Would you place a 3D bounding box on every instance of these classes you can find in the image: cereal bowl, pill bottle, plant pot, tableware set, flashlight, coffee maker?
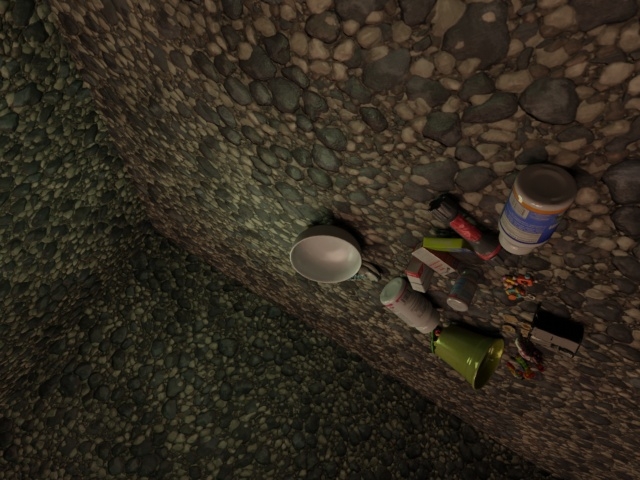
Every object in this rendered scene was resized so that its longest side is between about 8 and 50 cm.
[{"bbox_3d":[0.029,0.046,2.039,0.338,0.141,0.339,4,136,3],"label":"cereal bowl"},{"bbox_3d":[0.594,-0.074,1.205,0.152,0.152,0.272,23,154,21],"label":"pill bottle"},{"bbox_3d":[0.720,0.549,2.115,0.254,0.276,0.276,27,157,42],"label":"plant pot"},{"bbox_3d":[0.868,0.379,1.871,0.141,0.020,0.169,15,150,35],"label":"tableware set"},{"bbox_3d":[0.444,0.323,2.102,0.283,0.160,0.160,40,154,-15],"label":"pill bottle"},{"bbox_3d":[0.507,-0.034,1.449,0.304,0.103,0.103,39,129,-11],"label":"flashlight"},{"bbox_3d":[0.912,0.356,1.658,0.178,0.120,0.171,18,151,28],"label":"coffee maker"},{"bbox_3d":[0.575,0.196,1.713,0.087,0.160,0.087,26,154,14],"label":"pill bottle"}]

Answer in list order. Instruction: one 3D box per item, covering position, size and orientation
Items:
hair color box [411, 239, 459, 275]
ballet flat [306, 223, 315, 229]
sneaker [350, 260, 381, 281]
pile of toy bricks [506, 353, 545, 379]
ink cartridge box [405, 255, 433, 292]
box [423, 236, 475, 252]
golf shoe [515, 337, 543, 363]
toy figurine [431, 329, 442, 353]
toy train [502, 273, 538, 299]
[{"bbox_3d":[0.466,0.069,1.738,0.167,0.053,0.093,36,154,-4],"label":"hair color box"},{"bbox_3d":[0.000,0.000,2.165,0.073,0.080,0.232,48,171,50],"label":"ballet flat"},{"bbox_3d":[0.172,0.164,2.178,0.283,0.122,0.110,20,153,26],"label":"sneaker"},{"bbox_3d":[0.984,0.601,2.074,0.105,0.118,0.212,57,176,13],"label":"pile of toy bricks"},{"bbox_3d":[0.427,0.136,1.837,0.063,0.109,0.150,13,149,35],"label":"ink cartridge box"},{"bbox_3d":[0.484,0.017,1.580,0.109,0.042,0.178,13,173,-43],"label":"box"},{"bbox_3d":[0.939,0.507,1.967,0.186,0.067,0.086,43,155,-22],"label":"golf shoe"},{"bbox_3d":[0.691,0.540,2.310,0.159,0.130,0.173,1,118,28],"label":"toy figurine"},{"bbox_3d":[0.753,0.184,1.616,0.125,0.046,0.166,13,148,38],"label":"toy train"}]
